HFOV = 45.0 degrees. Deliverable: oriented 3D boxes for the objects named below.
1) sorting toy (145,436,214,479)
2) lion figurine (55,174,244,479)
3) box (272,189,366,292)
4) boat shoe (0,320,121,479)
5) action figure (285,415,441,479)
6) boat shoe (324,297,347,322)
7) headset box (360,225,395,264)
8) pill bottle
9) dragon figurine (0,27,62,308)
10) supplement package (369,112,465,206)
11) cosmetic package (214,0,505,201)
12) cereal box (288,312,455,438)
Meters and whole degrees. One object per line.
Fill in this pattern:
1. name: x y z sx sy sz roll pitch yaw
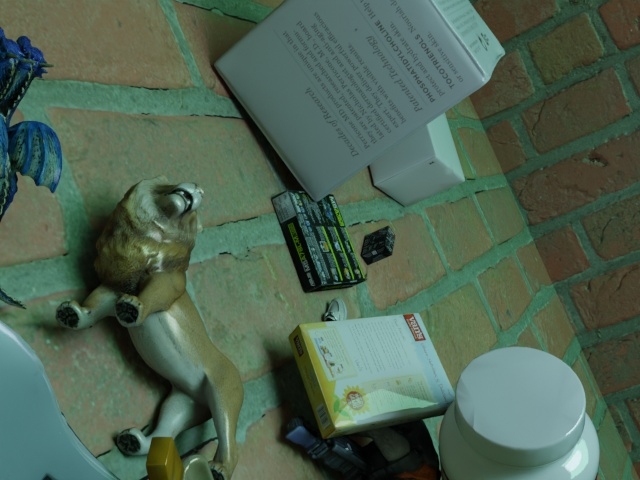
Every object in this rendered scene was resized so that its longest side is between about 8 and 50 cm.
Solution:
1. sorting toy: -0.126 0.334 0.749 0.307 0.041 0.229 85 7 -47
2. lion figurine: -0.179 0.122 0.955 0.240 0.142 0.392 -54 130 -69
3. box: 0.000 0.000 1.456 0.184 0.045 0.190 0 67 -64
4. boat shoe: -0.284 0.177 0.678 0.135 0.157 0.367 -54 132 -30
5. action figure: 0.094 0.290 1.244 0.341 0.179 0.330 38 28 -44
6. boat shoe: 0.023 0.142 1.388 0.035 0.035 0.100 45 39 -40
7. headset box: 0.124 0.008 1.655 0.032 0.062 0.083 54 28 -23
8. pill bottle: 0.299 0.357 1.176 0.229 0.229 0.407 -83 166 -47
9. dragon figurine: -0.331 -0.083 0.803 0.085 0.144 0.289 14 56 -57
10. supplement package: 0.216 -0.265 1.928 0.177 0.175 0.292 28 44 -53
11. cosmetic package: 0.086 -0.348 1.474 0.327 0.394 0.329 52 28 -7
12. cereal box: 0.085 0.204 1.206 0.240 0.047 0.173 -1 56 -33
